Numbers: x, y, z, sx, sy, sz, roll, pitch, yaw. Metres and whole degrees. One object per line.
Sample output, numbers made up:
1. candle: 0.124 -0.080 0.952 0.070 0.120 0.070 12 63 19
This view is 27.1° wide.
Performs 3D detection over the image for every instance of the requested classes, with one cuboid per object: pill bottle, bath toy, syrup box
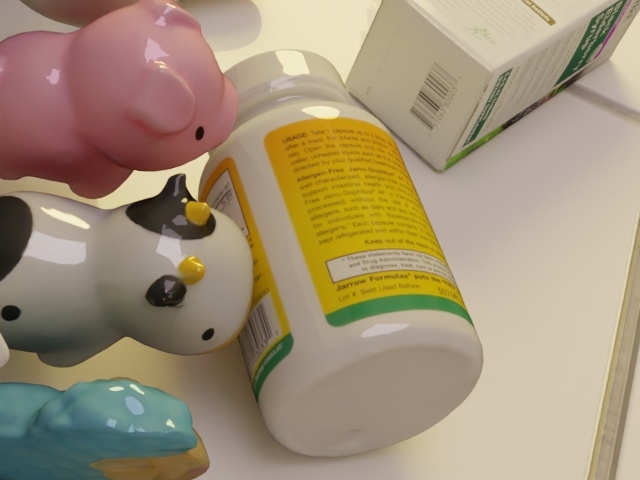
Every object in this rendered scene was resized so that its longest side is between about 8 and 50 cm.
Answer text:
1. pill bottle: 0.000 0.000 0.716 0.117 0.118 0.208 -2 52 -25
2. bath toy: -0.106 -0.058 0.655 0.151 0.129 0.348 5 65 -17
3. syrup box: 0.134 -0.151 0.923 0.096 0.093 0.237 43 48 16

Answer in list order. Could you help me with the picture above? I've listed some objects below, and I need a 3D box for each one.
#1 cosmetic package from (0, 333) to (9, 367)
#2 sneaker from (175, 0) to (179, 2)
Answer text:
1. cosmetic package: -0.247 0.030 0.494 0.183 0.151 0.151 -26 89 -36
2. sneaker: -0.088 -0.175 0.881 0.134 0.051 0.070 8 56 -20
